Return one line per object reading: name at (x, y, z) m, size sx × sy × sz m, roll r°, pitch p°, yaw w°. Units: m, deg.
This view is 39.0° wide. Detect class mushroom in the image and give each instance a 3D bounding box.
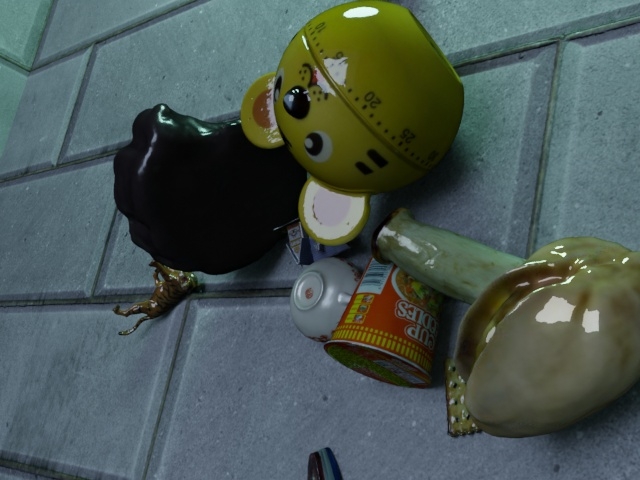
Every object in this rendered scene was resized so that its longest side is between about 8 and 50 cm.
mushroom at (0.224, 0.043, 1.388) m, size 0.312 × 0.081 × 0.100 m, roll 24°, pitch 91°, yaw 18°

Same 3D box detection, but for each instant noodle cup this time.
instant noodle cup at (0.124, 0.112, 1.500) m, size 0.193 × 0.193 × 0.212 m, roll -3°, pitch 59°, yaw 46°

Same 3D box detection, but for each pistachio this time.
pistachio at (0.322, 0.130, 1.213) m, size 0.321 × 0.238 × 0.229 m, roll -41°, pitch 20°, yaw 21°

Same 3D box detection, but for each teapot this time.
teapot at (0.021, 0.109, 1.666) m, size 0.245 × 0.116 × 0.159 m, roll 15°, pitch 70°, yaw 44°

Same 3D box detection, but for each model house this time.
model house at (0.000, 0.000, 1.746) m, size 0.167 × 0.117 × 0.088 m, roll -24°, pitch 70°, yaw 36°

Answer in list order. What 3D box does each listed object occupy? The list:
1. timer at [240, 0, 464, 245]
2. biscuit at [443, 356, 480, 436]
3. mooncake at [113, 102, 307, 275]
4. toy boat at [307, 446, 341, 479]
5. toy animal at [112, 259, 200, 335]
timer at (0.051, -0.223, 1.604) m, size 0.387 × 0.376 × 0.376 m, roll -38°, pitch 46°, yaw 18°
biscuit at (0.273, 0.219, 1.391) m, size 0.203 × 0.016 × 0.144 m, roll -26°, pitch 53°, yaw 37°
mooncake at (-0.230, -0.107, 1.835) m, size 0.212 × 0.381 × 0.350 m, roll 15°, pitch 93°, yaw 56°
toy boat at (0.007, 0.458, 1.530) m, size 0.080 × 0.046 × 0.229 m, roll -30°, pitch 52°, yaw 37°
toy animal at (-0.378, 0.137, 2.090) m, size 0.116 × 0.114 × 0.255 m, roll 45°, pitch 115°, yaw 5°
